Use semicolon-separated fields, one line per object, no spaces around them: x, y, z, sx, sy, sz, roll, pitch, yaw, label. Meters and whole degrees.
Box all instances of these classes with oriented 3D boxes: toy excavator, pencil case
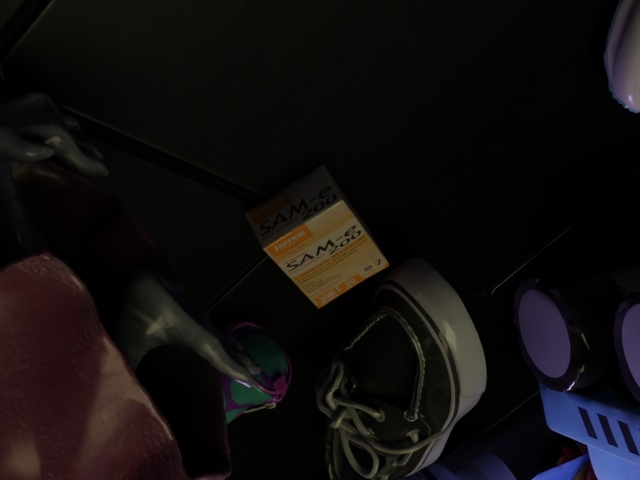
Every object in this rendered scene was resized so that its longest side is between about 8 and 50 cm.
0.324;0.221;0.874;0.222;0.445;0.433;-13;-174;-19;toy excavator
-0.095;0.128;0.718;0.152;0.070;0.064;-40;160;20;pencil case

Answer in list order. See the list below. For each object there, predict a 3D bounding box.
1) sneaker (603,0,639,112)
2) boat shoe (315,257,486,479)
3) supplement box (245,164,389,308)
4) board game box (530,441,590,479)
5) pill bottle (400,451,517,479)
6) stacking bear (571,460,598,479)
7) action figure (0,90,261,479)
0.264;-0.159;0.569;0.087;0.092;0.228;3;137;-38;sneaker
0.048;0.130;0.779;0.105;0.113;0.306;-30;157;-22;boat shoe
0.000;0.000;0.646;0.062;0.036;0.098;-32;145;6;supplement box
0.315;0.303;1.241;0.169;0.033;0.133;-18;143;-14;board game box
0.088;0.331;1.024;0.265;0.153;0.153;-16;144;-15;pill bottle
0.378;0.333;1.162;0.175;0.164;0.289;-13;130;-29;stacking bear
-0.225;0.116;0.463;0.370;0.248;0.276;-37;143;8;action figure
